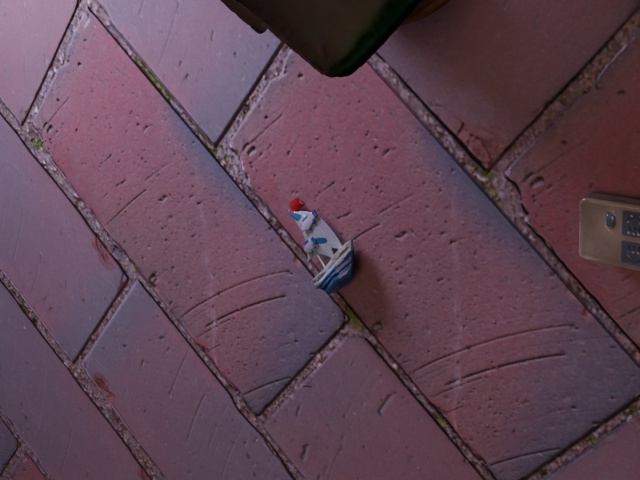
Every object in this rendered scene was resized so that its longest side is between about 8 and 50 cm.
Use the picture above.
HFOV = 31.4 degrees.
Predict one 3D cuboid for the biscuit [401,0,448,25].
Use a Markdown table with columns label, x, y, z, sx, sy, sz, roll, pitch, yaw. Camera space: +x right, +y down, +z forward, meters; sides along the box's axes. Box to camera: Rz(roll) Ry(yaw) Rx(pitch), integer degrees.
| label | x | y | z | sx | sy | sz | roll | pitch | yaw |
| --- | --- | --- | --- | --- | --- | --- | --- | --- | --- |
| biscuit | 0.073 | -0.341 | 1.416 | 0.221 | 0.029 | 0.142 | 35 | 129 | 23 |

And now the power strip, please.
| label | x | y | z | sx | sy | sz | roll | pitch | yaw |
| --- | --- | --- | --- | --- | --- | --- | --- | --- | --- |
| power strip | 0.383 | -0.004 | 1.305 | 0.192 | 0.035 | 0.081 | 12 | 118 | 36 |

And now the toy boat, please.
| label | x | y | z | sx | sy | sz | roll | pitch | yaw |
| --- | --- | --- | --- | --- | --- | --- | --- | --- | --- |
| toy boat | 0.008 | 0.002 | 1.643 | 0.105 | 0.034 | 0.149 | -17 | 86 | 47 |

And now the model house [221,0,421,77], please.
| label | x | y | z | sx | sy | sz | roll | pitch | yaw |
| --- | --- | --- | --- | --- | --- | --- | --- | --- | --- |
| model house | -0.015 | -0.390 | 1.323 | 0.298 | 0.243 | 0.284 | -52 | 40 | 2 |
